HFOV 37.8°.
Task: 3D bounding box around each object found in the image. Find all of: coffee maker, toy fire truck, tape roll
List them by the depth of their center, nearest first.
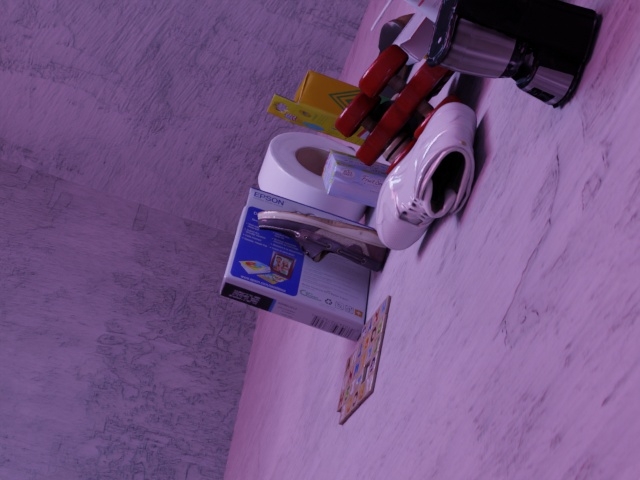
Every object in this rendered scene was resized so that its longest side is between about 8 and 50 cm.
[{"bbox_3d":[0.241,-0.269,1.148,0.120,0.178,0.171,-95,22,-67],"label":"coffee maker"},{"bbox_3d":[0.180,-0.264,1.707,0.254,0.169,0.302,-45,-5,-34],"label":"toy fire truck"},{"bbox_3d":[-0.005,-0.152,2.301,0.286,0.286,0.100,-84,14,-59],"label":"tape roll"}]

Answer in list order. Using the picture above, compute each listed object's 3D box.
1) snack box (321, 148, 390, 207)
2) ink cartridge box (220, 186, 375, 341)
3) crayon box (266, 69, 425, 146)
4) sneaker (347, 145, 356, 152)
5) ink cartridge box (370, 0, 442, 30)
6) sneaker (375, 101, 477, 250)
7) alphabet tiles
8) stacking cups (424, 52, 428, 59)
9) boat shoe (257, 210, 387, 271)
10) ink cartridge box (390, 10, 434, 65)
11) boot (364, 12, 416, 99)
[{"bbox_3d":[0.098,-0.117,1.858,0.207,0.175,0.070,-103,29,-75],"label":"snack box"},{"bbox_3d":[-0.041,0.045,2.001,0.307,0.304,0.072,-80,11,-51],"label":"ink cartridge box"},{"bbox_3d":[0.051,-0.277,2.029,0.202,0.319,0.081,162,126,-80],"label":"crayon box"},{"bbox_3d":[0.081,-0.196,2.618,0.093,0.088,0.225,-42,23,32],"label":"sneaker"},{"bbox_3d":[0.228,-0.440,1.364,0.353,0.119,0.207,-56,5,-8],"label":"ink cartridge box"},{"bbox_3d":[0.163,-0.069,1.526,0.169,0.108,0.292,-77,10,-55],"label":"sneaker"},{"bbox_3d":[0.078,0.238,1.795,0.237,0.009,0.198,120,166,-57],"label":"alphabet tiles"},{"bbox_3d":[0.257,-0.530,1.998,0.096,0.096,0.316,120,167,-57],"label":"stacking cups"},{"bbox_3d":[0.000,0.000,1.932,0.103,0.285,0.092,19,-97,-80],"label":"boat shoe"},{"bbox_3d":[0.246,-0.459,1.751,0.275,0.060,0.239,-53,9,3],"label":"ink cartridge box"},{"bbox_3d":[0.193,-0.448,2.396,0.115,0.112,0.305,-39,-20,-37],"label":"boot"}]
